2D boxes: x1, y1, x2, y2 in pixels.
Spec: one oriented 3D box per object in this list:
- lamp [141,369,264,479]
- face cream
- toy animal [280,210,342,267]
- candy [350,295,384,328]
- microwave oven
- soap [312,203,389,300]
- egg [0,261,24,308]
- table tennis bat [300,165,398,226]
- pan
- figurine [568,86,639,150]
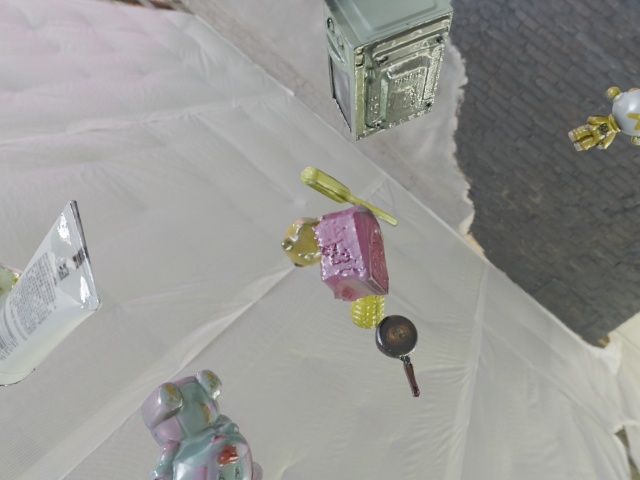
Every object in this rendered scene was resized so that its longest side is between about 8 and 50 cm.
[{"bbox_3d":[-0.291,0.483,1.062,0.247,0.247,0.301,0,-129,-56],"label":"lamp"},{"bbox_3d":[-0.257,0.066,0.425,0.058,0.243,0.092,-5,-116,-50],"label":"face cream"},{"bbox_3d":[-0.001,-0.003,1.396,0.281,0.169,0.195,-17,-129,-33],"label":"toy animal"},{"bbox_3d":[0.146,0.162,1.421,0.106,0.199,0.094,5,-169,11],"label":"candy"},{"bbox_3d":[0.095,-0.264,0.687,0.205,0.162,0.129,75,174,-68],"label":"microwave oven"},{"bbox_3d":[0.085,0.036,1.109,0.325,0.127,0.221,47,-144,-68],"label":"soap"},{"bbox_3d":[-0.751,0.163,0.979,0.161,0.207,0.270,9,-160,40],"label":"egg"},{"bbox_3d":[0.081,-0.121,1.328,0.368,0.054,0.224,24,-175,-43],"label":"table tennis bat"},{"bbox_3d":[0.210,0.290,1.182,0.114,0.040,0.212,-14,-109,-10],"label":"pan"},{"bbox_3d":[0.490,-0.201,0.772,0.068,0.143,0.102,-44,-53,-45],"label":"figurine"}]
